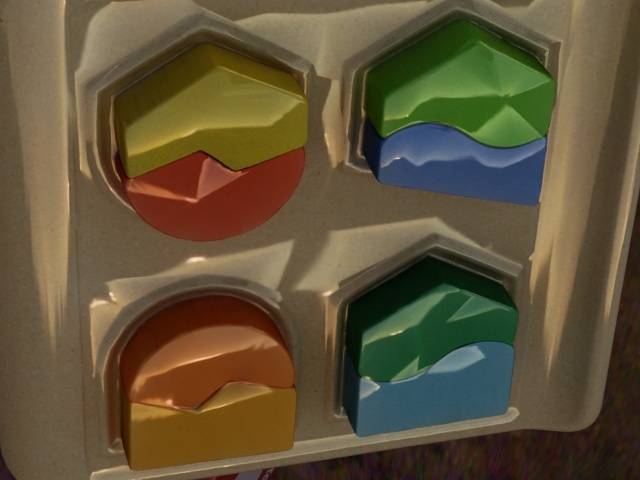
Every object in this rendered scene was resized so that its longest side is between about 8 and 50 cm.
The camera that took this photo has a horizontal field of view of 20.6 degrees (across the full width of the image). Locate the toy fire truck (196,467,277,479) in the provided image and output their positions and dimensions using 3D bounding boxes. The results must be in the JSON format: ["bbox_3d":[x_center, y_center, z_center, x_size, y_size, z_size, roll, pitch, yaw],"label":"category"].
[{"bbox_3d":[-0.058,0.007,1.016,0.169,0.302,0.254,31,52,20],"label":"toy fire truck"}]

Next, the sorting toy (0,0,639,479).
[{"bbox_3d":[0.000,0.000,0.552,0.208,0.193,0.038,-4,35,-11],"label":"sorting toy"}]
